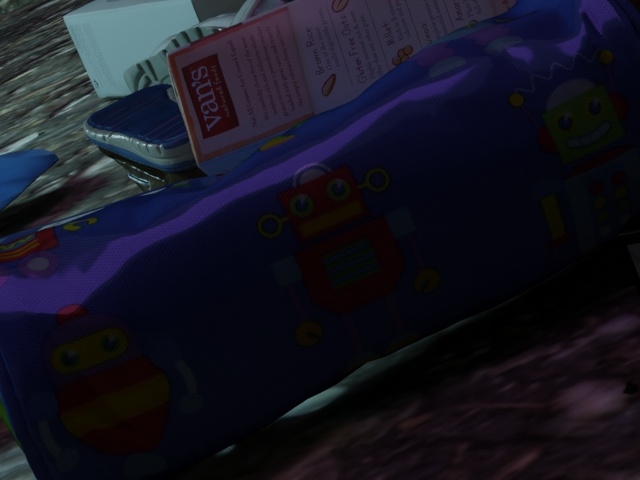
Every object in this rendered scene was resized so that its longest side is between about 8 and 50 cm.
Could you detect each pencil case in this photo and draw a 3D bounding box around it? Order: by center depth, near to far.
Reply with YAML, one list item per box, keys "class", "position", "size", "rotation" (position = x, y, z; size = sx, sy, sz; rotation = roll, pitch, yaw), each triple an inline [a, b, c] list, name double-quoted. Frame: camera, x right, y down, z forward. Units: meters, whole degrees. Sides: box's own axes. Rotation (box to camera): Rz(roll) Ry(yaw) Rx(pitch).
- class: "pencil case"
  position: [0.000, 0.000, 0.763]
  size: [0.306, 0.119, 0.133]
  rotation: [-26, 6, -7]

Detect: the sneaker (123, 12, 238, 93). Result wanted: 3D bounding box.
- class: "sneaker"
  position: [-0.058, -0.137, 1.378]
  size: [0.095, 0.090, 0.235]
  rotation: [-37, 20, -26]

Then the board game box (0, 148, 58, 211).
- class: "board game box"
  position: [-0.267, -0.015, 1.406]
  size: [0.133, 0.033, 0.168]
  rotation: [-9, 25, 31]

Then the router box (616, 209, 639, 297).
- class: "router box"
  position: [0.209, -0.032, 0.693]
  size: [0.133, 0.046, 0.179]
  rotation: [-11, 19, 40]

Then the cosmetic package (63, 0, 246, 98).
- class: "cosmetic package"
  position: [-0.013, -0.251, 1.720]
  size: [0.377, 0.097, 0.284]
  rotation: [-31, 19, -25]

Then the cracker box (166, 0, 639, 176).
- class: "cracker box"
  position: [0.061, -0.081, 0.910]
  size: [0.232, 0.067, 0.156]
  rotation: [-21, -20, 10]

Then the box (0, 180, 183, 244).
- class: "box"
  position: [-0.194, 0.030, 1.117]
  size: [0.225, 0.036, 0.136]
  rotation: [-14, 17, 27]

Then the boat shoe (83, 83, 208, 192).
- class: "boat shoe"
  position: [-0.103, -0.054, 1.212]
  size: [0.066, 0.066, 0.183]
  rotation: [-29, 21, -13]

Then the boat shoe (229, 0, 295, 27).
- class: "boat shoe"
  position: [0.080, -0.161, 1.220]
  size: [0.320, 0.118, 0.103]
  rotation: [-24, 9, -30]
